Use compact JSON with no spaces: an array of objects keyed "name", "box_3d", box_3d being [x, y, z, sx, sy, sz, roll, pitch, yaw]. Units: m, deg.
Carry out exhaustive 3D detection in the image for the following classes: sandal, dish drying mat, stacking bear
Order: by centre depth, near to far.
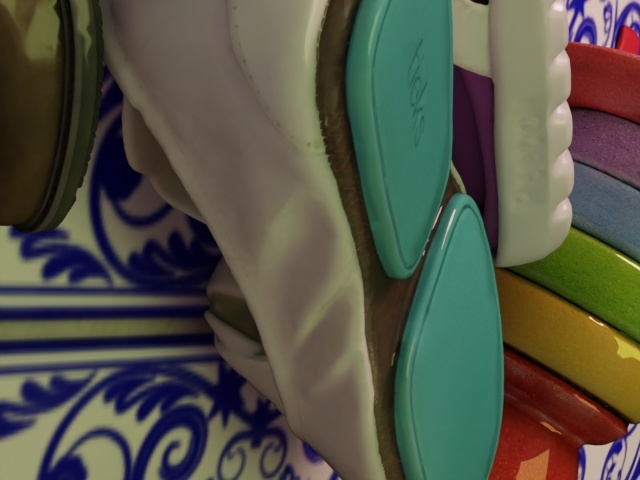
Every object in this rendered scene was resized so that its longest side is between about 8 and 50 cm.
[{"name":"sandal","box_3d":[0.030,-0.147,0.615,0.102,0.169,0.416,-21,122,-4]},{"name":"stacking bear","box_3d":[0.140,0.049,0.824,0.289,0.175,0.164,-60,-171,-4]},{"name":"dish drying mat","box_3d":[0.211,-0.109,1.012,0.032,0.008,0.083,21,84,-57]}]

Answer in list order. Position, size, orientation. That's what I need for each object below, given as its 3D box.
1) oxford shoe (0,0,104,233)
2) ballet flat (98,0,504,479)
[{"name":"oxford shoe","box_3d":[-0.126,-0.099,0.439,0.096,0.083,0.227,-23,123,-29]},{"name":"ballet flat","box_3d":[0.000,0.000,0.605,0.139,0.139,0.400,-59,154,-26]}]
